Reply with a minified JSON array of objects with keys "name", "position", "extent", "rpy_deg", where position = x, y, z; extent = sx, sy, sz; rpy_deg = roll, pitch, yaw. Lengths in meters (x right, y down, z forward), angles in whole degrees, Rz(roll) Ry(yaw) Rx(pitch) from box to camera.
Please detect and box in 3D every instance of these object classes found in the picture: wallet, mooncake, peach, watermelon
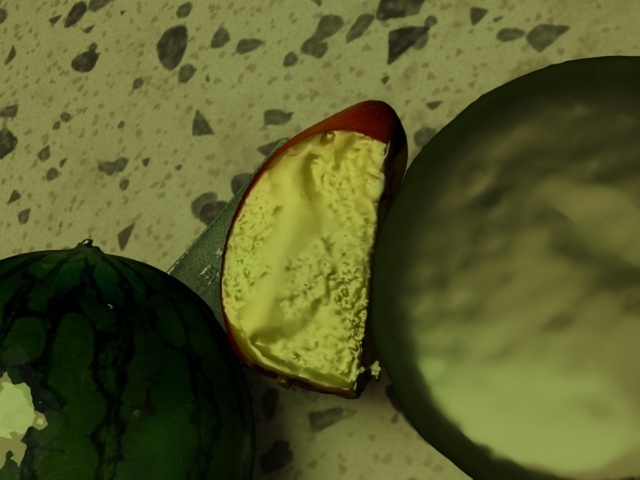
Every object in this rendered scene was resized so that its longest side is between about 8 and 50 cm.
[{"name":"wallet","position":[-0.055,0.013,0.948],"extent":[0.222,0.036,0.167],"rpy_deg":[-50,55,1]},{"name":"mooncake","position":[0.226,0.046,0.687],"extent":[0.357,0.194,0.356],"rpy_deg":[-9,67,21]},{"name":"peach","position":[-0.007,0.002,0.818],"extent":[0.154,0.159,0.267],"rpy_deg":[6,83,6]},{"name":"watermelon","position":[-0.221,0.179,0.793],"extent":[0.363,0.363,0.363],"rpy_deg":[-11,65,25]}]
